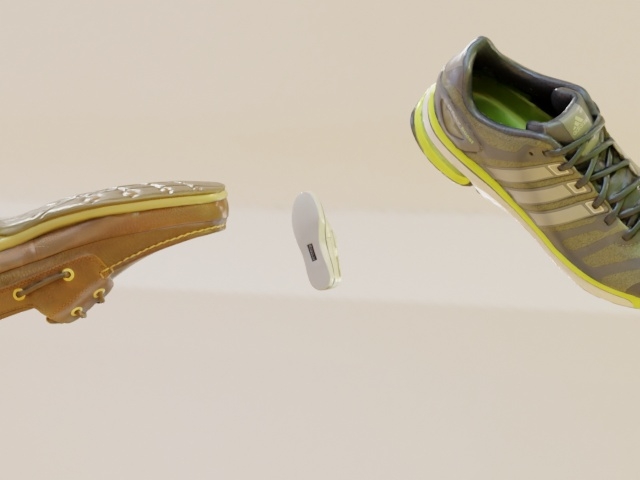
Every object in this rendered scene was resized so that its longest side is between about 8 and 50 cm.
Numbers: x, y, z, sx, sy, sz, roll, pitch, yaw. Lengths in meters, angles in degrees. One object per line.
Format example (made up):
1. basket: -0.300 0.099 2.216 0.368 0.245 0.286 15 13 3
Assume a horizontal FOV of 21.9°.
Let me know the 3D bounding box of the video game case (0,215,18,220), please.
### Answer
1. video game case: -0.363 0.012 1.321 0.212 0.193 0.023 -4 -82 3

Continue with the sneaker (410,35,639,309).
1. sneaker: 0.205 -0.053 1.333 0.300 0.111 0.121 34 -23 11

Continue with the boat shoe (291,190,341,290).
1. boat shoe: 0.000 0.000 1.634 0.035 0.100 0.035 -21 -10 32

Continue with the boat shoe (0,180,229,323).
1. boat shoe: -0.130 0.011 0.832 0.178 0.064 0.060 -15 -82 -3
